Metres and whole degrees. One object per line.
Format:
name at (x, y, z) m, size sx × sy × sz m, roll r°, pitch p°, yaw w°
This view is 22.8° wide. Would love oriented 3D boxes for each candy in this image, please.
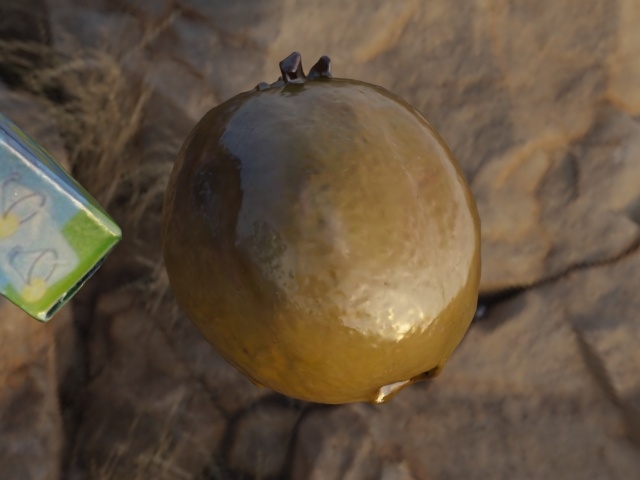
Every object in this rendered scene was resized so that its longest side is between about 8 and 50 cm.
candy at (-0.182, -0.051, 0.704) m, size 0.194 × 0.062 × 0.097 m, roll 43°, pitch -2°, yaw -40°

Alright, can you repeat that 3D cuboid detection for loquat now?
loquat at (0.000, 0.000, 1.070) m, size 0.238 × 0.193 × 0.238 m, roll 12°, pitch 66°, yaw -29°
